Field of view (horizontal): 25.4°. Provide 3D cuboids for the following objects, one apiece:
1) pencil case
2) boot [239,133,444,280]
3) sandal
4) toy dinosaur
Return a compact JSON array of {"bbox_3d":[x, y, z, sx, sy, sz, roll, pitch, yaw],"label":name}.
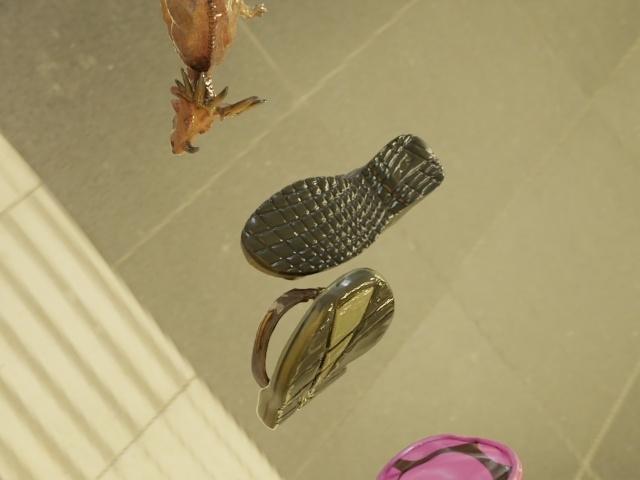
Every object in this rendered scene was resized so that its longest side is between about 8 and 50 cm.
[{"bbox_3d":[0.073,0.217,0.796,0.098,0.095,0.209,-22,115,-37],"label":"pencil case"},{"bbox_3d":[0.000,0.000,1.318,0.246,0.161,0.083,-29,79,-41],"label":"boot"},{"bbox_3d":[-0.021,0.097,1.314,0.120,0.303,0.086,-31,78,-24],"label":"sandal"},{"bbox_3d":[-0.133,-0.246,1.654,0.127,0.295,0.200,-4,57,3],"label":"toy dinosaur"}]
